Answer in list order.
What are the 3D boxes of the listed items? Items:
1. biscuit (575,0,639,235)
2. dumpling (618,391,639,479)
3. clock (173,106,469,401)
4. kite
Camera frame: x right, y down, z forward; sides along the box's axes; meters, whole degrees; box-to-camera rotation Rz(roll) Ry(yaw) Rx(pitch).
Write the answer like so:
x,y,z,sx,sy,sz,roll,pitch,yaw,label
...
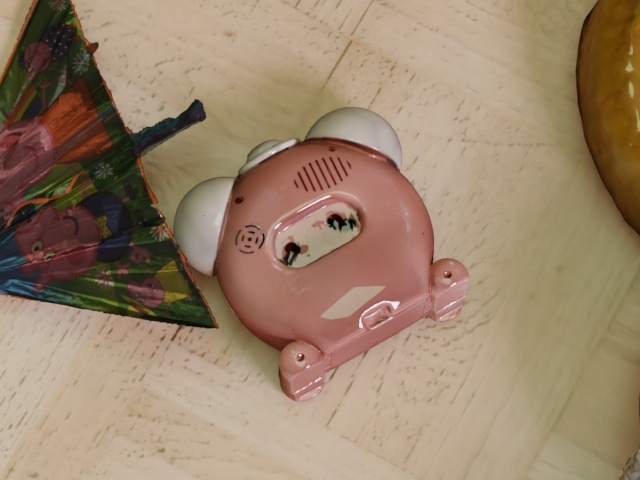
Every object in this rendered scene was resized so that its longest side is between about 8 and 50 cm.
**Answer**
x,y,z,sx,sy,sz,roll,pitch,yaw,label
0.318,-0.106,1.316,0.296,0.102,0.296,0,71,0,biscuit
0.279,0.079,1.223,0.247,0.172,0.142,-33,60,-8,dumpling
0.000,0.000,1.288,0.166,0.093,0.162,-30,72,-8,clock
-0.179,-0.038,1.315,0.234,0.016,0.321,-31,59,9,kite
